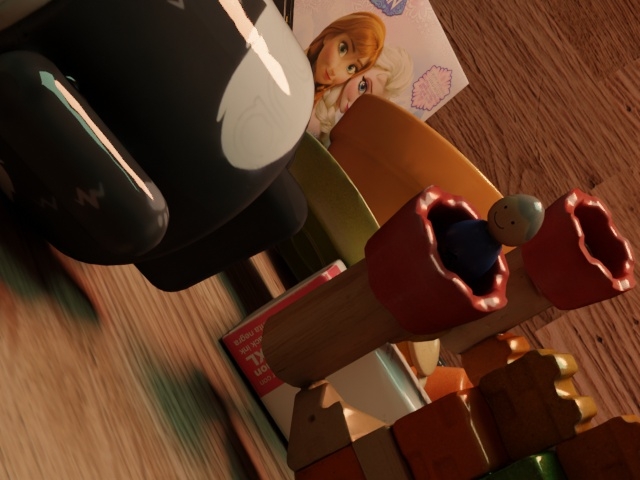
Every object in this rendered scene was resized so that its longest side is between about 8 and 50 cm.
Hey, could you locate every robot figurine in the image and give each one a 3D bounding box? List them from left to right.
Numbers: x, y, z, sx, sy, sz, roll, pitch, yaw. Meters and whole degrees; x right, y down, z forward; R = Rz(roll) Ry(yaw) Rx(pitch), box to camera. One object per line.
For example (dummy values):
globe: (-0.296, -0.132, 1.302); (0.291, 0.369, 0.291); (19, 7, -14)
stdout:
robot figurine: (-0.114, -0.099, 0.619); (0.209, 0.173, 0.278); (19, -28, 46)

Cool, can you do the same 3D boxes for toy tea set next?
toy tea set: (0.074, 0.176, 1.347); (0.336, 0.124, 0.200); (58, 33, -46)

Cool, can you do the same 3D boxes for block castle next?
block castle: (0.181, 0.184, 0.802); (0.303, 0.212, 0.453); (-1, 63, -54)

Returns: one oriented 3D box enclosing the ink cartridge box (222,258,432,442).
ink cartridge box: (0.035, 0.142, 0.995); (0.237, 0.100, 0.172); (57, 5, 0)

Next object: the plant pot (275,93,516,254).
plant pot: (0.084, -0.001, 1.485); (0.291, 0.203, 0.291); (43, -6, 6)

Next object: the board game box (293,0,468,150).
board game box: (0.006, -0.206, 1.572); (0.066, 0.318, 0.319); (48, -2, 39)

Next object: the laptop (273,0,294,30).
laptop: (-0.055, -0.167, 1.217); (0.136, 0.264, 0.234); (27, -45, 23)

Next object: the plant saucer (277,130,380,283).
plant saucer: (0.000, 0.000, 1.163); (0.241, 0.037, 0.241); (51, -18, 23)

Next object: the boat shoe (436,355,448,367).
boat shoe: (0.229, 0.299, 1.681); (0.187, 0.156, 0.500); (53, 6, -32)
